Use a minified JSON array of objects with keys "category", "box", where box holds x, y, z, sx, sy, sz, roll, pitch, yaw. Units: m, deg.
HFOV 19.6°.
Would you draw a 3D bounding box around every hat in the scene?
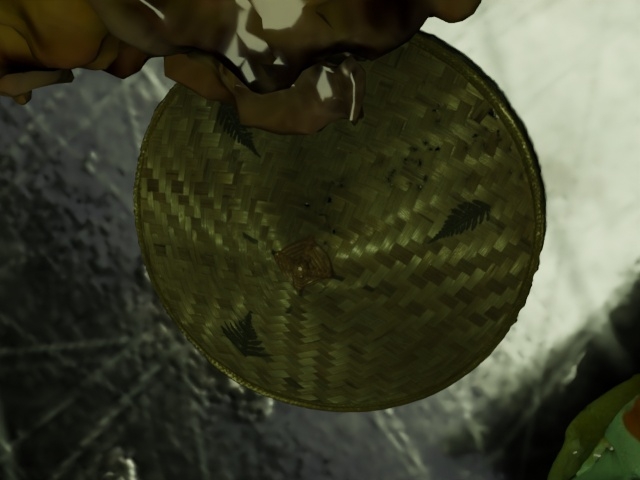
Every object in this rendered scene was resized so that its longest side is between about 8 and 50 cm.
[{"category":"hat","box":[0.000,0.000,0.611,0.146,0.067,0.146,3,106,10]}]

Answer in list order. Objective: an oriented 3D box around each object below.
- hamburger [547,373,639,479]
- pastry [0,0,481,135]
[{"category":"hamburger","box":[0.137,0.126,0.594,0.235,0.125,0.214,-14,97,11]},{"category":"pastry","box":[-0.078,-0.235,0.423,0.337,0.292,0.405,8,93,36]}]
